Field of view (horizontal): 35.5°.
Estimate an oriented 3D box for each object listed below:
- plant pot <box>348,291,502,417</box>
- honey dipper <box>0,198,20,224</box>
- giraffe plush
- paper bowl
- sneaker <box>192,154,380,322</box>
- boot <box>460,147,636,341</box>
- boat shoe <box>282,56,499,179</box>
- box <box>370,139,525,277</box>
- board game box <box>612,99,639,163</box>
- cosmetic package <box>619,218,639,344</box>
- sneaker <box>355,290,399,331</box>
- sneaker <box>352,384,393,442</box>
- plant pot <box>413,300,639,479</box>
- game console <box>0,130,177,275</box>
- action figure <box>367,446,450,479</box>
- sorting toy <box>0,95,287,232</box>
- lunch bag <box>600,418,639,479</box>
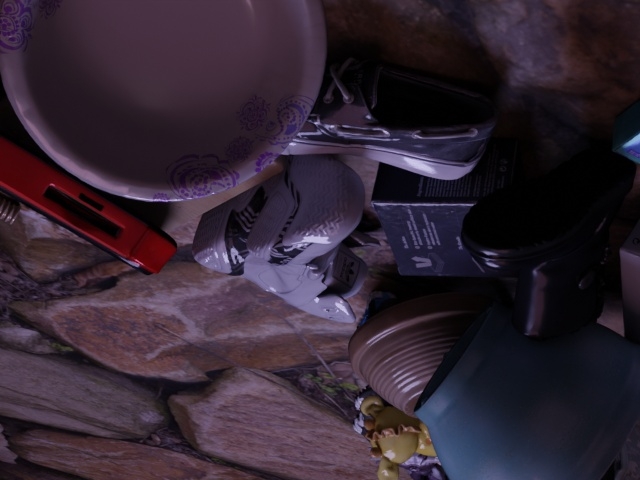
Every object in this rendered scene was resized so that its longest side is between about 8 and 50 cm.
[{"bbox_3d":[0.164,0.178,1.411,0.237,0.109,0.237,-9,148,-6],"label":"plant pot"},{"bbox_3d":[-0.510,-0.072,1.433,0.161,0.030,0.030,29,145,-19],"label":"honey dipper"},{"bbox_3d":[0.156,0.307,1.581,0.170,0.181,0.210,-16,138,-4],"label":"giraffe plush"},{"bbox_3d":[-0.144,-0.188,0.917,0.284,0.148,0.284,-4,109,-12],"label":"paper bowl"},{"bbox_3d":[0.000,0.000,1.214,0.210,0.137,0.366,26,162,-24],"label":"sneaker"},{"bbox_3d":[0.239,0.032,1.077,0.094,0.246,0.207,33,136,35],"label":"boot"},{"bbox_3d":[0.034,-0.142,1.034,0.301,0.108,0.102,14,149,-5],"label":"boat shoe"},{"bbox_3d":[0.157,-0.035,1.164,0.158,0.093,0.156,0,146,19],"label":"box"},{"bbox_3d":[0.415,-0.121,0.969,0.160,0.047,0.210,24,147,-16],"label":"board game box"},{"bbox_3d":[0.512,0.132,1.191,0.284,0.097,0.377,28,158,32],"label":"cosmetic package"},{"bbox_3d":[0.104,0.130,1.487,0.083,0.071,0.190,3,152,-8],"label":"sneaker"},{"bbox_3d":[0.113,0.302,1.696,0.106,0.078,0.234,46,160,21],"label":"sneaker"},{"bbox_3d":[0.240,0.197,1.229,0.196,0.293,0.293,36,148,4],"label":"plant pot"},{"bbox_3d":[-0.380,-0.085,1.231,0.386,0.060,0.342,34,172,-28],"label":"game console"},{"bbox_3d":[0.192,0.420,1.875,0.185,0.099,0.285,7,145,25],"label":"action figure"},{"bbox_3d":[-0.204,-0.140,1.146,0.257,0.089,0.255,34,143,-28],"label":"sorting toy"},{"bbox_3d":[0.437,0.315,1.439,0.235,0.169,0.287,29,-178,-23],"label":"lunch bag"}]
